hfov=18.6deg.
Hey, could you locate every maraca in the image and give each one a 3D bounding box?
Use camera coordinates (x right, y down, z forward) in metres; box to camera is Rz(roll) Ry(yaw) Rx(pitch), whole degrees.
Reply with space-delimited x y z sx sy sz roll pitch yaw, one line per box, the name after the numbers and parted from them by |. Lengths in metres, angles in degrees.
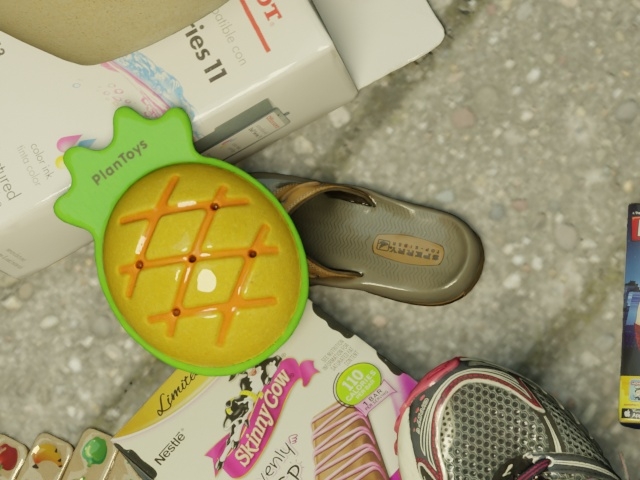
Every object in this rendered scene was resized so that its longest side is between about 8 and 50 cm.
-0.088 0.000 1.239 0.127 0.099 0.185 -39 83 -4 | maraca

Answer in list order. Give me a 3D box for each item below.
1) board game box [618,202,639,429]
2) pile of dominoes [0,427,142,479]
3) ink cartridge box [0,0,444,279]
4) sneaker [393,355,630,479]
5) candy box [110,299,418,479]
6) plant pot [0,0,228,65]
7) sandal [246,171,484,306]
0.295 0.032 1.263 0.194 0.060 0.194 3 77 11 | board game box
-0.136 0.220 1.308 0.251 0.040 0.196 -2 78 9 | pile of dominoes
-0.115 -0.149 1.344 0.353 0.119 0.207 -29 73 2 | ink cartridge box
0.162 0.188 1.128 0.121 0.112 0.299 -38 87 -15 | sneaker
0.004 0.149 1.250 0.233 0.071 0.159 36 75 27 | candy box
-0.134 -0.220 1.187 0.284 0.284 0.191 -28 107 3 | plant pot
0.000 0.000 1.321 0.219 0.060 0.090 10 79 12 | sandal
